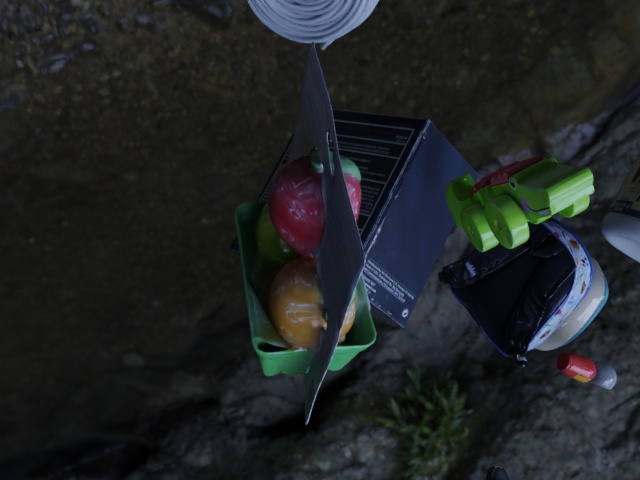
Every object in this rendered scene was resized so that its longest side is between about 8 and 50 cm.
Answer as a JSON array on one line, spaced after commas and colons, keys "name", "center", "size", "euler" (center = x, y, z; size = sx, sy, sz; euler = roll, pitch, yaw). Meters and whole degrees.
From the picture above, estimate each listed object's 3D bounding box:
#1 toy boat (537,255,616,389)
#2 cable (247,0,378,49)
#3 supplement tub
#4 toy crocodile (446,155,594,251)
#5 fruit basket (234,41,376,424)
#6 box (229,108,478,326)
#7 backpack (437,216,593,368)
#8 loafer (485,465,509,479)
[{"name": "toy boat", "center": [0.586, 0.204, 2.106], "size": [0.148, 0.318, 0.267], "euler": [22, 129, -23]}, {"name": "cable", "center": [-0.019, -0.444, 1.444], "size": [0.257, 0.089, 0.257], "euler": [-31, 104, 41]}, {"name": "supplement tub", "center": [0.716, -0.105, 1.745], "size": [0.235, 0.235, 0.325], "euler": [32, 86, -48]}, {"name": "toy crocodile", "center": [0.248, -0.057, 1.163], "size": [0.115, 0.105, 0.340], "euler": [-27, 180, -6]}, {"name": "fruit basket", "center": [0.000, 0.000, 1.102], "size": [0.165, 0.327, 0.353], "euler": [2, 141, -17]}, {"name": "box", "center": [0.056, -0.048, 1.516], "size": [0.182, 0.296, 0.294], "euler": [37, 75, -42]}, {"name": "backpack", "center": [0.437, 0.080, 1.907], "size": [0.213, 0.276, 0.263], "euler": [-14, 148, -50]}, {"name": "loafer", "center": [0.379, 0.537, 1.852], "size": [0.062, 0.170, 0.061], "euler": [3, 146, -16]}]
